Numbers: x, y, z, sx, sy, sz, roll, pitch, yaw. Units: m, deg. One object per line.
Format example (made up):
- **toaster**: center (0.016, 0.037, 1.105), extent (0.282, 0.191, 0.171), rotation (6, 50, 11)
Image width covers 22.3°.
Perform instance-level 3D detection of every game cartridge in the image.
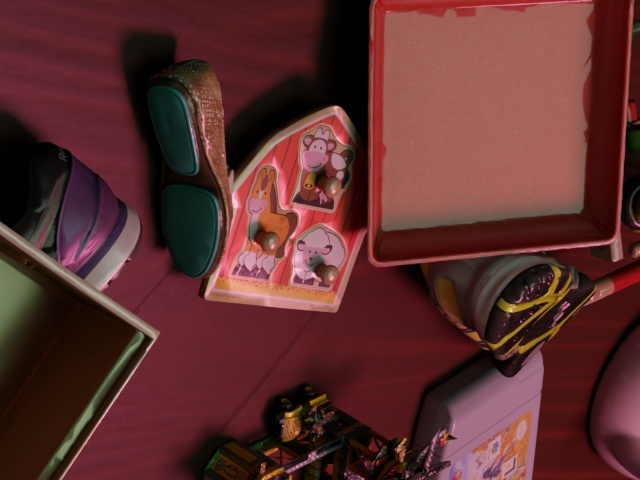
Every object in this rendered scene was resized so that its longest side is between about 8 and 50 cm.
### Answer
- **game cartridge**: center (0.181, 0.281, 1.944), extent (0.198, 0.062, 0.297), rotation (-32, 134, -41)

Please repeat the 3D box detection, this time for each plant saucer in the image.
- **plant saucer**: center (0.161, -0.114, 1.525), extent (0.259, 0.048, 0.258), rotation (-5, 109, -15)

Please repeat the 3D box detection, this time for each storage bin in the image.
- **storage bin**: center (-0.299, 0.090, 1.084), extent (0.262, 0.123, 0.260), rotation (38, 80, -29)

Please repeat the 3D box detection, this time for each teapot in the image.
- **teapot**: center (0.501, 0.229, 2.193), extent (0.252, 0.187, 0.256), rotation (22, 94, -55)

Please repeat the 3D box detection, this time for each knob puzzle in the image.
- **knob puzzle**: center (-0.011, -0.029, 1.472), extent (0.213, 0.030, 0.213), rotation (-19, 121, -36)

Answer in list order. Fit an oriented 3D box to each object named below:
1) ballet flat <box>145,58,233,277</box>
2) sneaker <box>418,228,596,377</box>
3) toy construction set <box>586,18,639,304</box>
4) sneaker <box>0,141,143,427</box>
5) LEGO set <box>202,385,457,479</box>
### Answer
- **ballet flat**: center (-0.099, -0.062, 1.368), extent (0.067, 0.073, 0.206), rotation (-48, 148, -43)
- **sneaker**: center (0.193, 0.044, 1.737), extent (0.145, 0.147, 0.385), rotation (-47, 163, -3)
- **toy construction set**: center (0.332, -0.039, 1.802), extent (0.237, 0.257, 0.309), rotation (-22, 135, -28)
- **sneaker**: center (-0.267, 0.050, 1.225), extent (0.283, 0.107, 0.124), rotation (-56, 129, -16)
- **LEGO set**: center (0.012, 0.336, 1.647), extent (0.255, 0.192, 0.331), rotation (-12, 120, -47)
